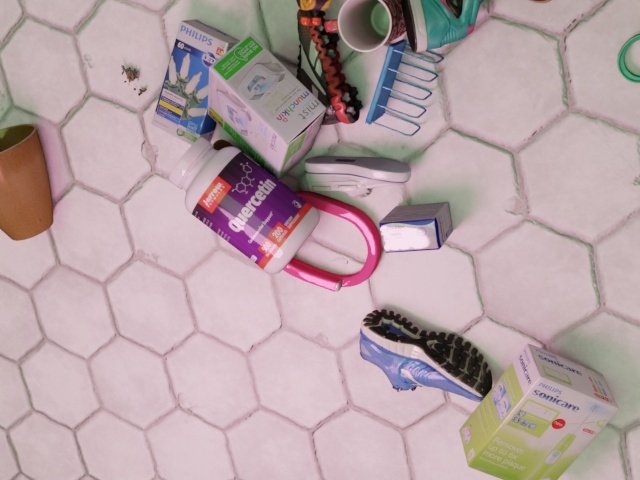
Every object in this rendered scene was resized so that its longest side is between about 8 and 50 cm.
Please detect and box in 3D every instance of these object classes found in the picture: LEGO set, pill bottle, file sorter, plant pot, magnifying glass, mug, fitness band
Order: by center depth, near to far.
[{"bbox_3d":[0.668,-0.390,1.657,0.231,0.026,0.092,-40,89,27],"label":"magnifying glass"},{"bbox_3d":[0.101,-0.459,1.788,0.150,0.169,0.113,27,115,13],"label":"mug"},{"bbox_3d":[0.179,-0.319,1.833,0.104,0.118,0.170,21,114,11],"label":"file sorter"},{"bbox_3d":[-0.172,-0.083,1.942,0.323,0.181,0.181,37,117,-1],"label":"pill bottle"},{"bbox_3d":[0.000,0.000,2.045,0.291,0.054,0.209,20,113,14],"label":"fitness band"},{"bbox_3d":[-0.453,-0.394,2.126,0.054,0.023,0.083,-9,116,27],"label":"LEGO set"},{"bbox_3d":[-0.798,-0.136,2.253,0.237,0.237,0.254,-4,119,24],"label":"plant pot"}]

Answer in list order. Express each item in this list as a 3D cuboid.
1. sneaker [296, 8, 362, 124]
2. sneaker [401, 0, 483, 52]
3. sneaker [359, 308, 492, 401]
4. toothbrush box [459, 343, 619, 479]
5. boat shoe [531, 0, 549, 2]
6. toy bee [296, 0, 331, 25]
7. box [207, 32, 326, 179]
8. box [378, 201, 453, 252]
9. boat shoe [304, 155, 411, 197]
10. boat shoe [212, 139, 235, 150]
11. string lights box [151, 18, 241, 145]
[{"bbox_3d":[-0.012,-0.374,1.902,0.135,0.097,0.276,-15,102,24],"label":"sneaker"},{"bbox_3d":[0.250,-0.524,1.735,0.178,0.124,0.295,-7,79,-2],"label":"sneaker"},{"bbox_3d":[0.238,0.285,2.015,0.330,0.130,0.147,26,130,15],"label":"sneaker"},{"bbox_3d":[0.468,0.391,1.898,0.206,0.122,0.283,24,116,-15],"label":"toothbrush box"},{"bbox_3d":[0.331,-0.590,1.676,0.123,0.123,0.342,-41,89,28],"label":"boat shoe"},{"bbox_3d":[-0.032,-0.534,1.790,0.195,0.298,0.162,7,122,-13],"label":"toy bee"},{"bbox_3d":[-0.119,-0.281,1.885,0.127,0.262,0.231,-43,87,-15],"label":"box"},{"bbox_3d":[0.210,-0.029,1.899,0.126,0.137,0.072,-4,106,24],"label":"box"},{"bbox_3d":[0.084,-0.138,1.952,0.258,0.095,0.084,9,114,31],"label":"boat shoe"},{"bbox_3d":[-0.202,-0.139,2.074,0.207,0.073,0.073,61,159,0],"label":"boat shoe"},{"bbox_3d":[-0.289,-0.366,2.032,0.133,0.077,0.260,27,115,14],"label":"string lights box"}]
